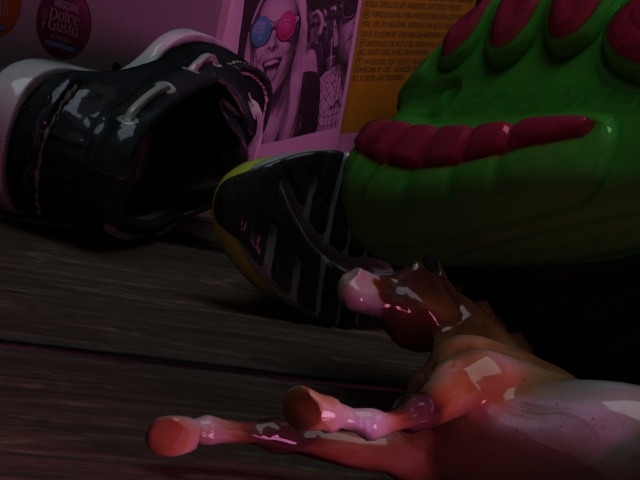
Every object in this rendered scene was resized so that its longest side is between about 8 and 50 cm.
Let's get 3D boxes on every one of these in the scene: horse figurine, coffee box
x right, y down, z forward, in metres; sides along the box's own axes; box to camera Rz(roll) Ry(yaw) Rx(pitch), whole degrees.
[{"bbox_3d":[0.079,0.069,0.593,0.263,0.066,0.174,19,11,36],"label":"horse figurine"},{"bbox_3d":[-0.095,-0.241,1.496,0.337,0.334,0.338,20,15,31],"label":"coffee box"}]

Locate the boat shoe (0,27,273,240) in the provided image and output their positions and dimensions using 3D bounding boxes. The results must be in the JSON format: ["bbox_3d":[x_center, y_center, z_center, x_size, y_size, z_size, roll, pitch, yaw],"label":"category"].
[{"bbox_3d":[-0.084,-0.053,1.118,0.091,0.114,0.302,17,18,19],"label":"boat shoe"}]

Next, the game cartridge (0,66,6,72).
[{"bbox_3d":[-0.347,-0.102,1.054,0.355,0.068,0.230,15,5,-1],"label":"game cartridge"}]

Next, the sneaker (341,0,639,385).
[{"bbox_3d":[0.202,0.010,0.686,0.202,0.185,0.483,44,-11,-29],"label":"sneaker"}]

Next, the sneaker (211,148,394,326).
[{"bbox_3d":[0.000,0.000,1.008,0.094,0.081,0.208,11,-4,35],"label":"sneaker"}]
